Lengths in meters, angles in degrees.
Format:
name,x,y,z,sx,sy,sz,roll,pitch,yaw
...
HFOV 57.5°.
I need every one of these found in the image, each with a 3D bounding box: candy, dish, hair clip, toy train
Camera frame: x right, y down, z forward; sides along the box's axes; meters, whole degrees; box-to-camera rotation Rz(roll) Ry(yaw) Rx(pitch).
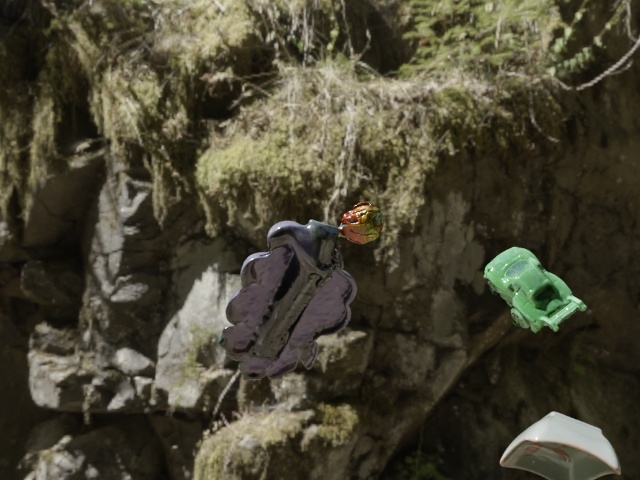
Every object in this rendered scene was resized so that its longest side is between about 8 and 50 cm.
name,x,y,z,sx,sy,sz,roll,pitch,yaw
candy,0.000,0.000,0.872,0.201,0.060,0.060,-20,-13,5
dish,0.430,0.377,1.053,0.151,0.077,0.212,18,-31,10
hair clip,-0.026,0.068,0.554,0.124,0.052,0.195,16,-60,-17
toy train,0.328,0.074,0.903,0.099,0.149,0.081,-34,-25,-5
